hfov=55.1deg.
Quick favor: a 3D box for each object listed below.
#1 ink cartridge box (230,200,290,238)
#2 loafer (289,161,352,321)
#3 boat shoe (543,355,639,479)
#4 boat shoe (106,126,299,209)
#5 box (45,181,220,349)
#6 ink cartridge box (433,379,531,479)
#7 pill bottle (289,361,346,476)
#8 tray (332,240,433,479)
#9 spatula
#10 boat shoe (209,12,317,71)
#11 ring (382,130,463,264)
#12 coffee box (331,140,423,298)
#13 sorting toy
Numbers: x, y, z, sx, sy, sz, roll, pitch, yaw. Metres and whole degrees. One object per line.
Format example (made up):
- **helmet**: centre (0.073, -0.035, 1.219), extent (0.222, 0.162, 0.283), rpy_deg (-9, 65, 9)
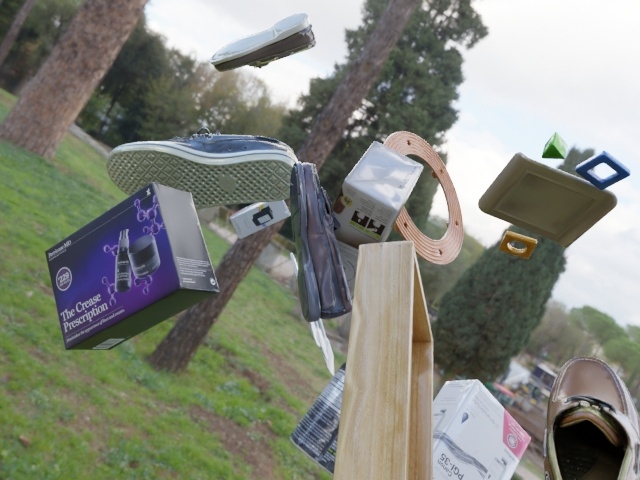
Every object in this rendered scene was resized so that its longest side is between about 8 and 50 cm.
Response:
- **ink cartridge box**: centre (-0.189, -0.081, 1.924), extent (0.127, 0.175, 0.072), rpy_deg (-131, -164, -79)
- **loafer**: centre (0.000, 0.000, 1.166), extent (0.095, 0.303, 0.109), rpy_deg (-4, -6, -14)
- **boat shoe**: centre (0.307, 0.224, 0.683), extent (0.110, 0.105, 0.307), rpy_deg (-1, 31, 21)
- **boat shoe**: centre (-0.293, -0.186, 1.580), extent (0.499, 0.187, 0.156), rpy_deg (0, 33, 3)
- **box**: centre (-0.315, 0.049, 1.011), extent (0.103, 0.261, 0.185), rpy_deg (18, 48, -59)
- **ink cartridge box**: centre (0.310, 0.484, 1.361), extent (0.207, 0.283, 0.117), rpy_deg (48, -31, -9)
- **pill bottle**: centre (0.061, 0.329, 1.208), extent (0.130, 0.246, 0.130), rpy_deg (37, -13, 10)
- **tray**: centre (0.074, 0.219, 0.658), extent (0.076, 0.411, 0.203), rpy_deg (-4, -45, 16)
- **spatula**: centre (-0.018, 0.155, 1.299), extent (0.168, 0.019, 0.242), rpy_deg (61, 8, -50)
- **boat shoe**: centre (-0.170, -0.567, 1.828), extent (0.117, 0.324, 0.097), rpy_deg (-101, 167, -47)
- **ring**: centre (0.241, -0.102, 1.475), extent (0.032, 0.337, 0.336), rpy_deg (-22, -39, 40)
- **coffee box**: centre (0.083, -0.030, 1.271), extent (0.118, 0.297, 0.168), rpy_deg (29, 44, 7)
- **sorting toy**: centre (0.415, -0.079, 1.141), extent (0.195, 0.047, 0.348), rpy_deg (25, -31, 1)
